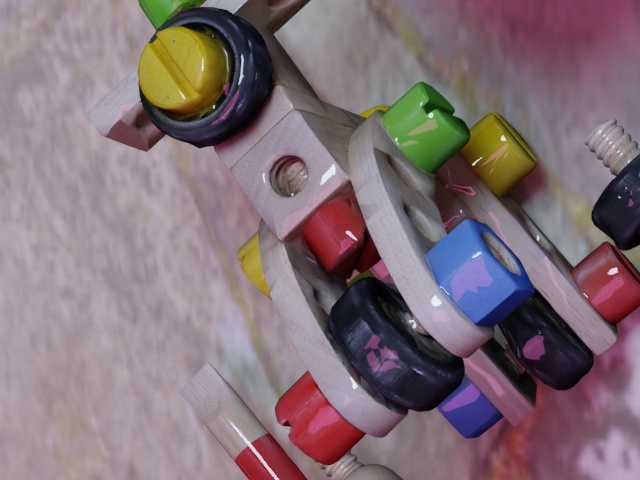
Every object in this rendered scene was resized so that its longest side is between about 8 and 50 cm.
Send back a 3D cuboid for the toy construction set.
[{"bbox_3d":[0.000,0.000,0.910,0.237,0.257,0.309,49,131,17],"label":"toy construction set"}]
